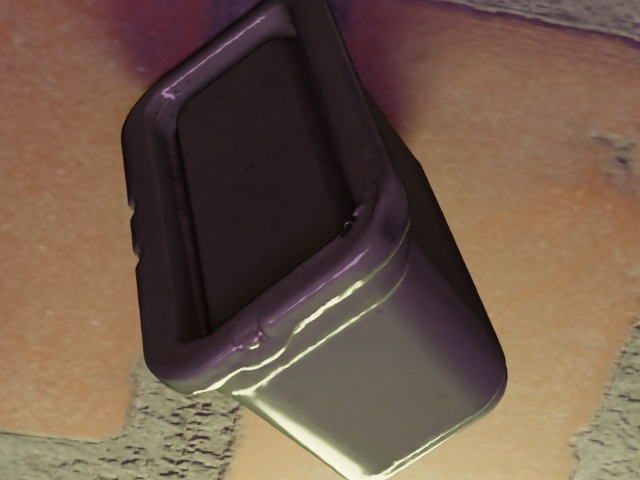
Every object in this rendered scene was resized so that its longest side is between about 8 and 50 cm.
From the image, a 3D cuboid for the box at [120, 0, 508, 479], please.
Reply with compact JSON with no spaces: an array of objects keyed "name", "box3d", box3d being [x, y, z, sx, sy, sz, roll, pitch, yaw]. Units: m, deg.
[{"name":"box","box3d":[0.000,0.000,0.813,0.175,0.312,0.182,-36,124,14]}]
